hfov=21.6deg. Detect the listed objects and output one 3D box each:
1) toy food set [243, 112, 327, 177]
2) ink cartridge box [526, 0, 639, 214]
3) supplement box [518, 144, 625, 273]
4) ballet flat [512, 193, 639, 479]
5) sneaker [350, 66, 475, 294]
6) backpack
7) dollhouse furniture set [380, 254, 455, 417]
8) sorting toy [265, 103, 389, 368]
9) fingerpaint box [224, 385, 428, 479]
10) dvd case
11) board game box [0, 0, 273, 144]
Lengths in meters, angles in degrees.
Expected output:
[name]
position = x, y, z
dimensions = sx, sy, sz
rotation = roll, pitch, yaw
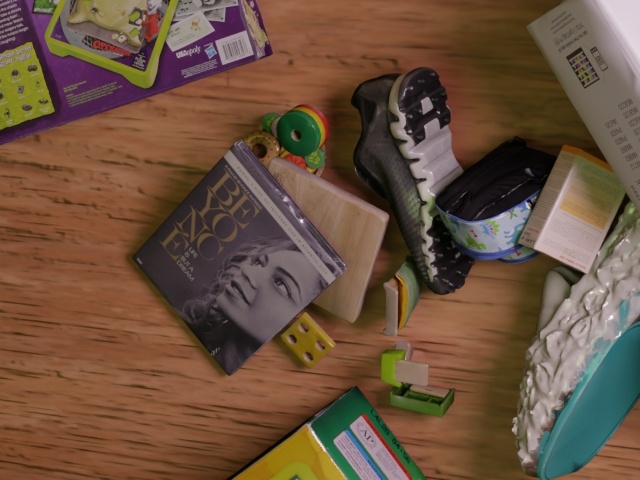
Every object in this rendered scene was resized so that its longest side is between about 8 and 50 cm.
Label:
[toy food set]
position = -0.034, -0.089, 1.684
dimensions = 0.083, 0.020, 0.082
rotation = 48, 112, 6
[ink cartridge box]
position = 0.376, -0.147, 1.372
dimensions = 0.309, 0.130, 0.272
rotation = -30, 89, -19
[supplement box]
position = 0.228, -0.028, 1.499
dimensions = 0.062, 0.036, 0.098
rotation = 25, 91, -22
[ballet flat]
position = 0.286, 0.031, 1.551
dimensions = 0.147, 0.147, 0.409
rotation = 35, 108, 10
[sneaker]
position = 0.086, -0.059, 1.620
dimensions = 0.106, 0.078, 0.234
rotation = 11, 124, 46
[backpack]
position = 0.174, -0.028, 1.558
dimensions = 0.114, 0.105, 0.084
rotation = -32, 120, -17
[dollhouse furniture set]
position = 0.099, 0.097, 1.646
dimensions = 0.059, 0.076, 0.151
rotation = 9, 114, 21
[sorting toy]
position = 0.000, 0.000, 1.662
dimensions = 0.132, 0.046, 0.274
rotation = 28, 127, 17
[fingerpaint box]
position = 0.013, 0.438, 1.699
dimensions = 0.371, 0.163, 0.445
rotation = -39, 86, 22
[dvd case]
position = -0.086, 0.022, 1.688
dimensions = 0.164, 0.018, 0.221
rotation = 50, 132, 5
[board game box]
position = -0.237, -0.235, 1.716
dimensions = 0.347, 0.056, 0.208
rotation = -15, 100, 22
